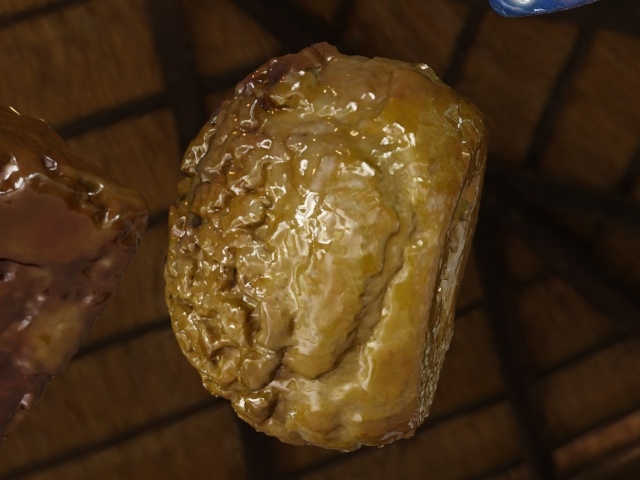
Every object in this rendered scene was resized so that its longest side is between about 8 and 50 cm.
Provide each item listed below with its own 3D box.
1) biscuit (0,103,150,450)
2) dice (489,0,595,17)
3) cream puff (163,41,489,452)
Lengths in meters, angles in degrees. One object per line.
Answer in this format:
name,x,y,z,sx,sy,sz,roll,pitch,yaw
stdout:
biscuit,-0.387,0.042,1.512,0.343,0.166,0.395,25,-68,-29
dice,0.238,-0.317,1.761,0.147,0.143,0.146,-9,16,19
cream puff,0.000,0.000,1.331,0.343,0.231,0.327,-55,-27,-66
